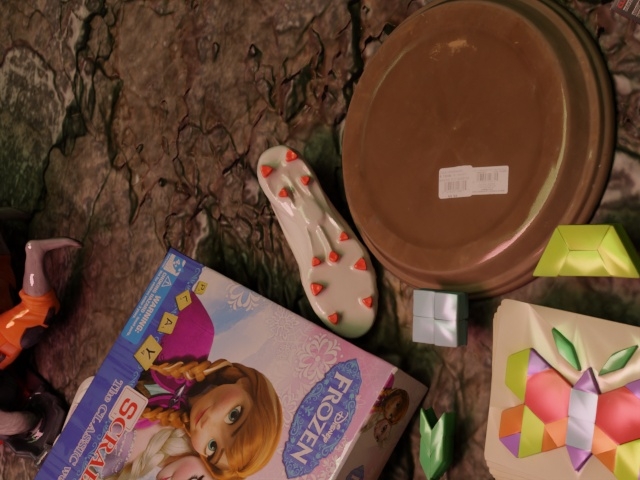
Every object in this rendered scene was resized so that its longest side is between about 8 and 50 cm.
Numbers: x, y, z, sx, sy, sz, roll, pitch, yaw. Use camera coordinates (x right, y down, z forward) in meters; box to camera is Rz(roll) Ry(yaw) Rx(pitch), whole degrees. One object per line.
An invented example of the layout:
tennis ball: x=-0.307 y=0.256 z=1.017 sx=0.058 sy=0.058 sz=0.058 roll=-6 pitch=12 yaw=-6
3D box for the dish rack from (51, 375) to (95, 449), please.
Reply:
dish rack: x=-0.201 y=0.314 z=1.199 sx=0.333 sy=0.072 sz=0.286 roll=32 pitch=107 yaw=41

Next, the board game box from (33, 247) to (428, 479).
board game box: x=-0.106 y=0.202 z=1.061 sx=0.318 sy=0.066 sz=0.319 roll=24 pitch=81 yaw=40

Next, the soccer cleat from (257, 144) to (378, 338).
soccer cleat: x=0.000 y=0.000 z=1.068 sx=0.068 sy=0.076 sz=0.196 roll=-26 pitch=82 yaw=-1

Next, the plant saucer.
plant saucer: x=0.119 y=-0.087 z=0.981 sx=0.277 sy=0.041 sz=0.278 roll=-6 pitch=81 yaw=40

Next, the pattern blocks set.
pattern blocks set: x=0.204 y=0.129 z=0.859 sx=0.324 sy=0.026 sz=0.286 roll=-9 pitch=87 yaw=40

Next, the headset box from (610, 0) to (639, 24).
headset box: x=0.266 y=-0.187 z=0.865 sx=0.083 sy=0.032 sz=0.062 roll=40 pitch=111 yaw=36

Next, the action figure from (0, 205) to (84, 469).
action figure: x=-0.432 y=0.115 z=1.366 sx=0.341 sy=0.178 sz=0.330 roll=21 pitch=89 yaw=41
